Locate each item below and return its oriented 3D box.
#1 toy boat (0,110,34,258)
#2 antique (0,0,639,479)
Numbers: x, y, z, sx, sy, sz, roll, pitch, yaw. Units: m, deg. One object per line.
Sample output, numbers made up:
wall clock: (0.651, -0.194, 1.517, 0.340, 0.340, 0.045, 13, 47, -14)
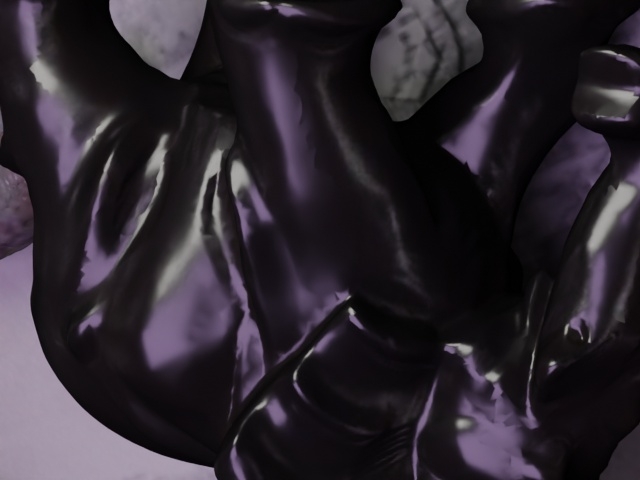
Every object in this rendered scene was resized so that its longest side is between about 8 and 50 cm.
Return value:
toy boat: (-0.199, -0.064, 0.877, 0.155, 0.085, 0.227, 53, 129, 2)
antique: (0.000, 0.000, 0.713, 0.322, 0.185, 0.255, 13, 110, 30)
